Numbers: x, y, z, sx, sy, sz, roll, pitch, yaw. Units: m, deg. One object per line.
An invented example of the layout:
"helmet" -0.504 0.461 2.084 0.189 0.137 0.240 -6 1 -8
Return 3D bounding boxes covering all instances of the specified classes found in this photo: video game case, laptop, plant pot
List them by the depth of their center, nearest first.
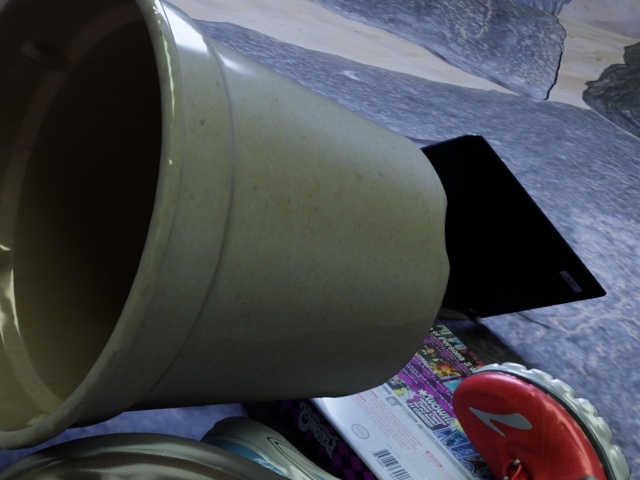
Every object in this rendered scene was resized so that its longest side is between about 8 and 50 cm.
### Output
"plant pot" -0.082 -0.009 0.924 0.306 0.333 0.334 11 24 -40
"video game case" 0.076 0.146 1.094 0.210 0.041 0.232 -8 40 -41
"laptop" 0.142 -0.046 1.307 0.234 0.137 0.264 48 13 -26

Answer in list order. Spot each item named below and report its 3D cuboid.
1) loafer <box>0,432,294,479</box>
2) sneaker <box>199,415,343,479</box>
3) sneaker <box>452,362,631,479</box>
"loafer" -0.042 0.220 0.786 0.366 0.133 0.130 12 26 -11
"sneaker" 0.010 0.211 0.916 0.237 0.085 0.086 25 53 8
"sneaker" 0.177 0.208 0.944 0.118 0.107 0.279 -15 54 -32
